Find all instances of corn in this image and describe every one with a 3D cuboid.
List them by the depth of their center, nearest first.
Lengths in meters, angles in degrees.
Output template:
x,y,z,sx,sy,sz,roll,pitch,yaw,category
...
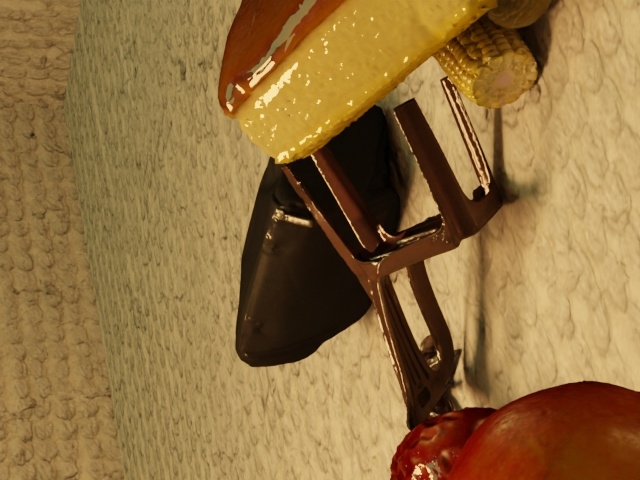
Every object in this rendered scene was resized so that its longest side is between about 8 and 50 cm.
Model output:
x,y,z,sx,sy,sz,roll,pitch,yaw,category
0.153,-0.230,1.758,0.244,0.093,0.093,-114,30,-51,corn

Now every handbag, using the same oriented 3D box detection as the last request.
x,y,z,sx,sy,sz,roll,pitch,yaw,category
0.003,0.000,2.083,0.275,0.178,0.302,-88,12,-52,handbag

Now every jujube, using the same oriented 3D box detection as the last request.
x,y,z,sx,sy,sz,roll,pitch,yaw,category
0.148,0.248,1.684,0.230,0.155,0.155,129,139,-75,jujube

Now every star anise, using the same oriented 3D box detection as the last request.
x,y,z,sx,sy,sz,roll,pitch,yaw,category
0.126,0.178,1.916,0.141,0.042,0.141,-179,90,-73,star anise

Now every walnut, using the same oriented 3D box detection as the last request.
x,y,z,sx,sy,sz,roll,pitch,yaw,category
0.194,-0.257,1.650,0.092,0.092,0.092,180,90,-72,walnut

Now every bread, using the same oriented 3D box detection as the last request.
x,y,z,sx,sy,sz,roll,pitch,yaw,category
0.051,-0.281,1.675,0.333,0.143,0.323,-38,25,37,bread

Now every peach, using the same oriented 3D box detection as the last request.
x,y,z,sx,sy,sz,roll,pitch,yaw,category
0.221,0.237,1.332,0.238,0.281,0.281,50,175,-21,peach

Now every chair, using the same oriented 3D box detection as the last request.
x,y,z,sx,sy,sz,roll,pitch,yaw,category
0.114,0.017,1.753,0.326,0.183,0.175,62,-155,-6,chair
